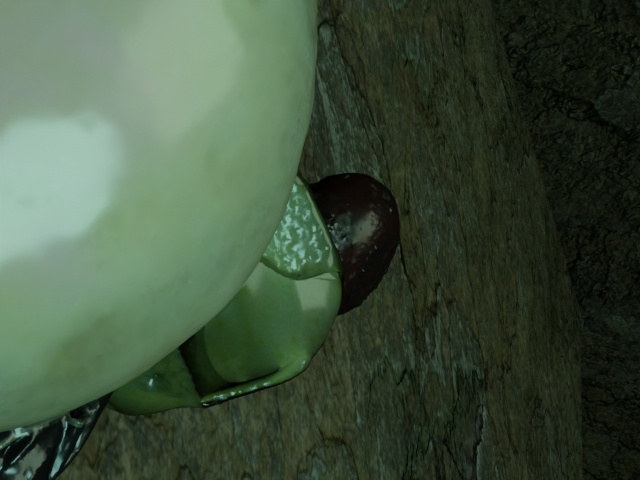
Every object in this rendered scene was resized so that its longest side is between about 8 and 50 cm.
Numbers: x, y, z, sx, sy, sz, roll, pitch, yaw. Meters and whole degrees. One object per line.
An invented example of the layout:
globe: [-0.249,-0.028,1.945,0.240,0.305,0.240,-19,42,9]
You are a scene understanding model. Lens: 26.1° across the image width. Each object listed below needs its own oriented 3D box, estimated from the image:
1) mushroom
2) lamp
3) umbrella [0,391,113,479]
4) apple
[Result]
mushroom: [-0.177,-0.106,0.563,0.353,0.353,0.325,-59,151,-64]
lamp: [0.003,-0.003,1.368,0.156,0.135,0.157,-45,159,-33]
umbrella: [-0.187,0.131,0.756,0.106,0.113,0.358,73,22,-67]
apple: [-0.093,0.015,0.931,0.174,0.207,0.188,-51,123,-75]
